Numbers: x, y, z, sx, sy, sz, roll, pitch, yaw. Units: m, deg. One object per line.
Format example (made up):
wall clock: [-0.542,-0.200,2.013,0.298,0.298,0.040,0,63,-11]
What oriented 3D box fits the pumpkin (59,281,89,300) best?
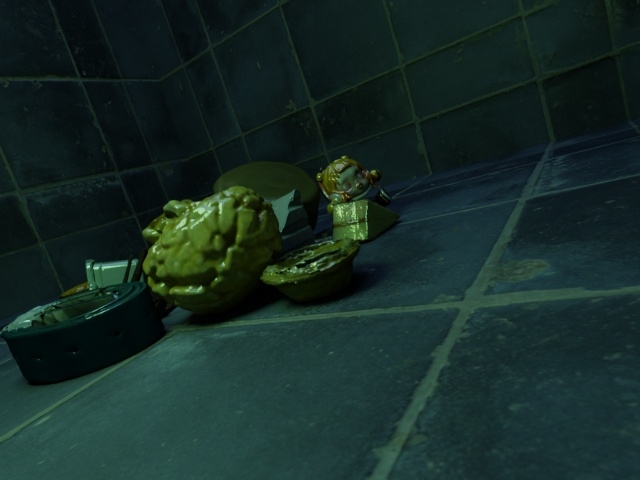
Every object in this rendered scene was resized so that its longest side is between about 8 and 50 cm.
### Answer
pumpkin: [-1.024,0.252,1.953,0.317,0.139,0.222,-20,12,5]

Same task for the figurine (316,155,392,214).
figurine: [0.125,-0.219,1.847,0.320,0.323,0.196,-38,2,-25]

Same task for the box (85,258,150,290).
box: [-0.750,0.168,1.623,0.182,0.175,0.312,-11,-13,-16]

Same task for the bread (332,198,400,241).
bread: [0.184,-0.041,1.625,0.167,0.163,0.264,-11,-20,42]

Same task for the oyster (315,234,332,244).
oyster: [0.002,0.003,1.645,0.199,0.061,0.106,-24,12,-34]

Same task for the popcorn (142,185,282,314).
popcorn: [-0.292,0.039,1.211,0.390,0.354,0.344,-8,-28,22]

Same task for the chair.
chair: [-0.597,0.211,1.426,0.327,0.183,0.175,-62,2,12]

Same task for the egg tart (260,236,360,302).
egg tart: [-0.017,0.074,1.092,0.288,0.118,0.288,-19,10,4]

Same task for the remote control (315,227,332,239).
remote control: [0.019,-0.028,1.881,0.074,0.032,0.122,-12,12,30]

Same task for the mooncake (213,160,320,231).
mooncake: [-0.232,-0.140,1.836,0.466,0.262,0.467,0,38,0]

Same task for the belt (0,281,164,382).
belt: [-0.653,0.241,1.172,0.436,0.173,0.300,-15,13,20]

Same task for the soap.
soap: [-0.164,-0.006,1.410,0.158,0.258,0.302,-9,14,38]
